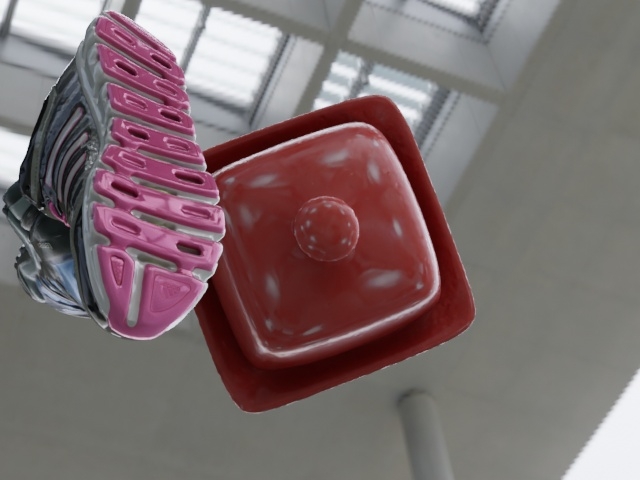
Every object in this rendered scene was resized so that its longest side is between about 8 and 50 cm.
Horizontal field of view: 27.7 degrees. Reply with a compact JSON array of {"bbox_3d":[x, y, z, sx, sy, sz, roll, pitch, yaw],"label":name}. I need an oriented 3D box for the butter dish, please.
[{"bbox_3d":[0.000,0.000,0.732,0.160,0.118,0.160,-20,-96,-6],"label":"butter dish"}]

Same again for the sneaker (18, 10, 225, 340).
[{"bbox_3d":[-0.090,-0.018,0.554,0.063,0.170,0.075,19,-49,-34],"label":"sneaker"}]

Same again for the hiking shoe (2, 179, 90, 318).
[{"bbox_3d":[-0.190,0.030,1.117,0.113,0.132,0.304,-41,-13,-11],"label":"hiking shoe"}]
